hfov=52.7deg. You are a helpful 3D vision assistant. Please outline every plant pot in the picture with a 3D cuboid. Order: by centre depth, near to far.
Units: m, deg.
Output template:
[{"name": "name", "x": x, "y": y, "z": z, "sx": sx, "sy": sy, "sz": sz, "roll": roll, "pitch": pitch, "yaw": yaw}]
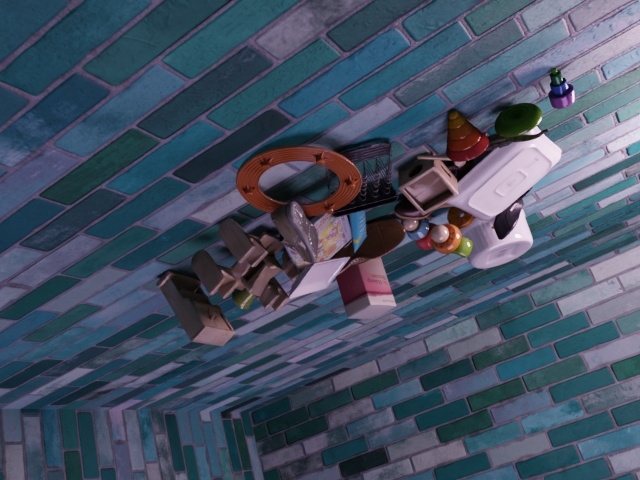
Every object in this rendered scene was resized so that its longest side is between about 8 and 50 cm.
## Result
[{"name": "plant pot", "x": -0.268, "y": 0.197, "z": 2.374, "sx": 0.079, "sy": 0.083, "sz": 0.083, "roll": -44, "pitch": 146, "yaw": 25}]

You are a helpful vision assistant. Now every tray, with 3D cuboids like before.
[{"name": "tray", "x": -0.007, "y": 0.108, "z": 2.053, "sx": 0.145, "sy": 0.030, "sz": 0.270, "roll": -54, "pitch": 161, "yaw": 19}]

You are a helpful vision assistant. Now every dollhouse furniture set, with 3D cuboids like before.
[{"name": "dollhouse furniture set", "x": -0.293, "y": 0.106, "z": 2.074, "sx": 0.394, "sy": 0.256, "sz": 0.362, "roll": -47, "pitch": 149, "yaw": 11}]

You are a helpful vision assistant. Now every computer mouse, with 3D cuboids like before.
[{"name": "computer mouse", "x": 0.634, "y": -0.085, "z": 2.251, "sx": 0.262, "sy": 0.060, "sz": 0.184, "roll": -54, "pitch": 180, "yaw": -37}]

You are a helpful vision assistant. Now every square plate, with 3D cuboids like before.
[{"name": "square plate", "x": 0.581, "y": -0.194, "z": 2.019, "sx": 0.344, "sy": 0.049, "sz": 0.347, "roll": -43, "pitch": 150, "yaw": 21}]

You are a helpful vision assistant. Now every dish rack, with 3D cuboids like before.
[{"name": "dish rack", "x": 0.116, "y": -0.175, "z": 1.830, "sx": 0.208, "sy": 0.074, "sz": 0.271, "roll": -16, "pitch": 155, "yaw": -4}]

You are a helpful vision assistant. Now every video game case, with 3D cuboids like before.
[{"name": "video game case", "x": 0.000, "y": 0.000, "z": 2.010, "sx": 0.227, "sy": 0.026, "sz": 0.206, "roll": -42, "pitch": 146, "yaw": -14}]

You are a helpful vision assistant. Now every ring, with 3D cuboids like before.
[{"name": "ring", "x": -0.058, "y": -0.144, "z": 1.738, "sx": 0.337, "sy": 0.032, "sz": 0.336, "roll": -2, "pitch": 151, "yaw": -1}]

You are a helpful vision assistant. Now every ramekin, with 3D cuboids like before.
[{"name": "ramekin", "x": 0.673, "y": -0.002, "z": 2.481, "sx": 0.277, "sy": 0.135, "sz": 0.277, "roll": -14, "pitch": 155, "yaw": -6}]

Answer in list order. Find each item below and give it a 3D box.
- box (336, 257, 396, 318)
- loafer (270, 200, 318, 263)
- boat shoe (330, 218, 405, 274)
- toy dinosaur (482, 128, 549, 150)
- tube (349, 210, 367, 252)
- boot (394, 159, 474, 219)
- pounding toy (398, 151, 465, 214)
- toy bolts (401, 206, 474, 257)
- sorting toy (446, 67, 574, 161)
[{"name": "box", "x": 0.158, "y": 0.159, "z": 2.368, "sx": 0.149, "sy": 0.232, "sz": 0.127, "roll": 7, "pitch": 147, "yaw": -43}, {"name": "loafer", "x": -0.071, "y": -0.021, "z": 1.845, "sx": 0.088, "sy": 0.094, "sz": 0.251, "roll": -6, "pitch": 140, "yaw": 18}, {"name": "boat shoe", "x": 0.136, "y": 0.023, "z": 2.244, "sx": 0.342, "sy": 0.123, "sz": 0.123, "roll": -31, "pitch": -178, "yaw": 13}, {"name": "toy dinosaur", "x": 0.518, "y": -0.293, "z": 1.788, "sx": 0.268, "sy": 0.064, "sz": 0.118, "roll": -7, "pitch": -151, "yaw": 41}, {"name": "tube", "x": 0.121, "y": -0.049, "z": 2.071, "sx": 0.080, "sy": 0.052, "sz": 0.207, "roll": -48, "pitch": 152, "yaw": -24}, {"name": "boot", "x": 0.351, "y": -0.170, "z": 2.016, "sx": 0.249, "sy": 0.090, "sz": 0.206, "roll": -13, "pitch": 143, "yaw": -5}, {"name": "pounding toy", "x": 0.329, "y": -0.205, "z": 1.873, "sx": 0.206, "sy": 0.094, "sz": 0.181, "roll": -32, "pitch": 120, "yaw": 28}, {"name": "toy bolts", "x": 0.391, "y": -0.061, "z": 2.190, "sx": 0.229, "sy": 0.218, "sz": 0.158, "roll": 4, "pitch": 160, "yaw": 45}, {"name": "sorting toy", "x": 0.483, "y": -0.347, "z": 1.710, "sx": 0.366, "sy": 0.127, "sz": 0.126, "roll": -26, "pitch": 125, "yaw": 12}]
